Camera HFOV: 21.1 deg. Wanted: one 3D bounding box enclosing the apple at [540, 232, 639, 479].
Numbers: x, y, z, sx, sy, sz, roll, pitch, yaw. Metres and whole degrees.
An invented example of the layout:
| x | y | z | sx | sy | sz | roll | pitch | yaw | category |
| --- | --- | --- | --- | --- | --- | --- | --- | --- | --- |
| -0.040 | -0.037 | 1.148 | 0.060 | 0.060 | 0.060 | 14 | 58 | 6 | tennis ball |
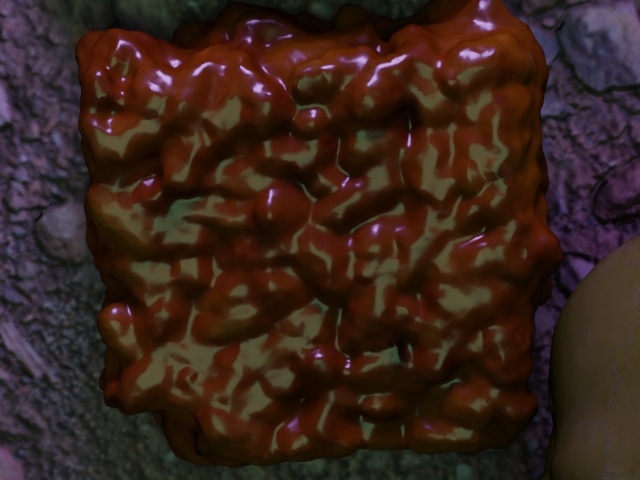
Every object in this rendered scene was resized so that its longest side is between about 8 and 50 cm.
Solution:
| x | y | z | sx | sy | sz | roll | pitch | yaw | category |
| --- | --- | --- | --- | --- | --- | --- | --- | --- | --- |
| 0.338 | 0.173 | 1.025 | 0.474 | 0.473 | 0.473 | 0 | 107 | 0 | apple |

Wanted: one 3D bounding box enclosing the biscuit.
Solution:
| x | y | z | sx | sy | sz | roll | pitch | yaw | category |
| --- | --- | --- | --- | --- | --- | --- | --- | --- | --- |
| 0.000 | 0.000 | 1.138 | 0.312 | 0.110 | 0.318 | -3 | 107 | -1 | biscuit |
